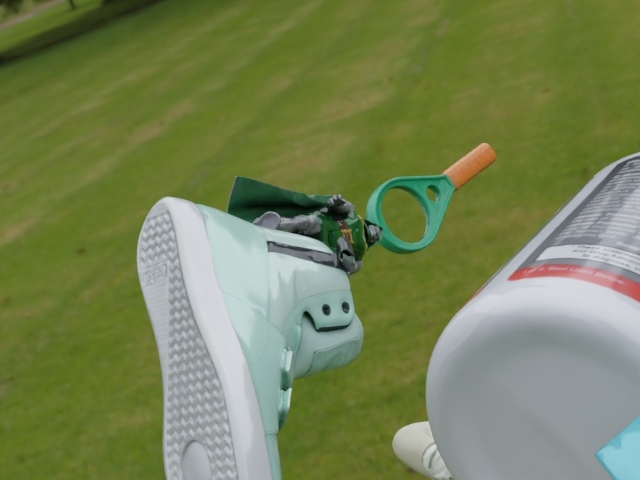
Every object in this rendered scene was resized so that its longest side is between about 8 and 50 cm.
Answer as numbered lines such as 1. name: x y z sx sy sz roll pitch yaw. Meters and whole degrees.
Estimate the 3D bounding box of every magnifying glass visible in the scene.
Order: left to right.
1. magnifying glass: 0.141 -0.059 1.612 0.231 0.092 0.026 -36 2 -36

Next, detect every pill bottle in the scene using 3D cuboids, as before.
1. pill bottle: 0.245 0.055 0.959 0.210 0.210 0.363 -5 21 36

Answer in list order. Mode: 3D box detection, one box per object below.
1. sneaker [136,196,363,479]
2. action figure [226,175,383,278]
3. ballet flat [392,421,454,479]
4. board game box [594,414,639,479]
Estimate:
1. sneaker: -0.022 0.089 0.829 0.151 0.256 0.094 10 -38 -33
2. action figure: 0.000 0.000 1.251 0.063 0.137 0.232 -5 3 27
3. ballet flat: 0.214 0.298 1.745 0.248 0.086 0.086 9 25 10
4. board game box: 0.364 0.098 0.736 0.336 0.254 0.079 -44 22 6
